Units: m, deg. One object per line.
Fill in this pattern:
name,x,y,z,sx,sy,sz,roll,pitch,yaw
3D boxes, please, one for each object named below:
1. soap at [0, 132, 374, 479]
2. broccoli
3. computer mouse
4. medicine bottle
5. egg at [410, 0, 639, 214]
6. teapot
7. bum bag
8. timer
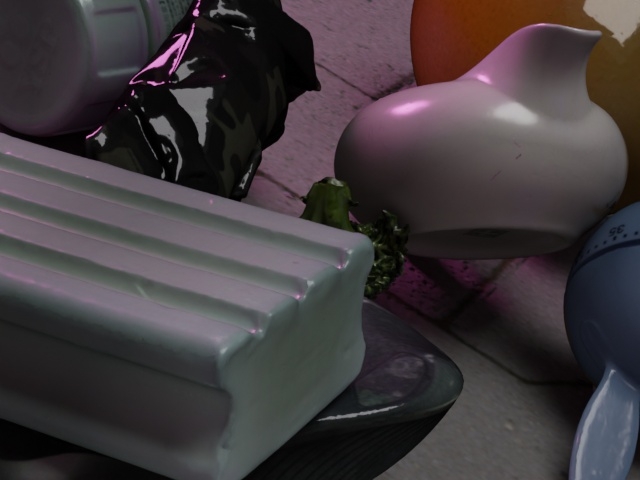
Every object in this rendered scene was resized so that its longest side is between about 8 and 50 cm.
soap,-0.124,0.028,1.038,0.265,0.088,0.160,16,28,24
broccoli,0.000,0.000,1.341,0.095,0.092,0.097,-4,14,-42
computer mouse,-0.096,0.106,1.079,0.379,0.090,0.167,-7,26,-24
medicine bottle,-0.153,-0.143,1.408,0.135,0.135,0.168,39,29,22
egg,0.200,-0.153,1.618,0.250,0.250,0.322,16,36,-22
teapot,0.106,-0.061,1.406,0.204,0.298,0.139,3,80,-30
bum bag,-0.080,-0.076,1.305,0.144,0.095,0.340,64,31,-28
timer,0.233,0.094,1.363,0.175,0.255,0.175,16,-11,3
